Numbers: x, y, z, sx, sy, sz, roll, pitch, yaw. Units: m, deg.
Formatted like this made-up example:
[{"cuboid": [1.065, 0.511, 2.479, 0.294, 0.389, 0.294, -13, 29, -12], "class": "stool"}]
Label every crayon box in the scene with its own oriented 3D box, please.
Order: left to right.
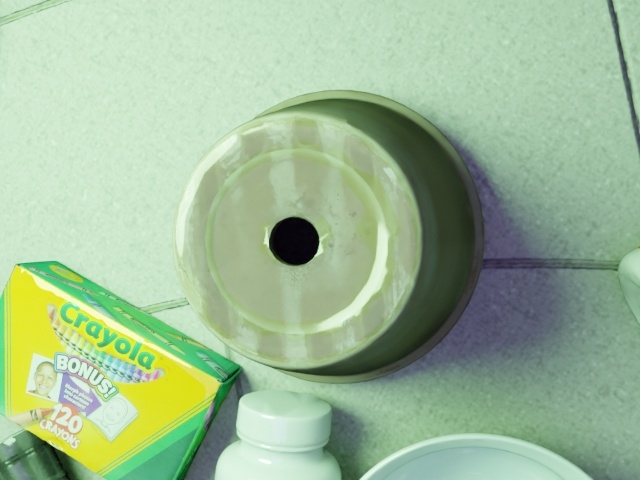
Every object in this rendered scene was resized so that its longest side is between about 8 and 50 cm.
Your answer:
[{"cuboid": [-0.255, 0.160, 0.724, 0.279, 0.081, 0.165, 28, 95, 7], "class": "crayon box"}]

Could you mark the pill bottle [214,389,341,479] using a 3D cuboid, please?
[{"cuboid": [-0.049, 0.296, 0.667, 0.137, 0.136, 0.245, 6, 92, 9], "class": "pill bottle"}]

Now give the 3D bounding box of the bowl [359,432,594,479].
[{"cuboid": [0.158, 0.325, 0.637, 0.298, 0.134, 0.297, 0, 90, 8], "class": "bowl"}]

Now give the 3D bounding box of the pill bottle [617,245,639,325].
[{"cuboid": [0.446, 0.019, 0.575, 0.279, 0.162, 0.162, -30, 87, 7], "class": "pill bottle"}]

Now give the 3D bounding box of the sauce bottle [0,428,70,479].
[{"cuboid": [-0.283, 0.380, 0.717, 0.111, 0.111, 0.344, -29, 88, 8], "class": "sauce bottle"}]

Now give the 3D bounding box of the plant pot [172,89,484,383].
[{"cuboid": [0.000, 0.000, 0.584, 0.323, 0.280, 0.323, 0, 92, 10], "class": "plant pot"}]
